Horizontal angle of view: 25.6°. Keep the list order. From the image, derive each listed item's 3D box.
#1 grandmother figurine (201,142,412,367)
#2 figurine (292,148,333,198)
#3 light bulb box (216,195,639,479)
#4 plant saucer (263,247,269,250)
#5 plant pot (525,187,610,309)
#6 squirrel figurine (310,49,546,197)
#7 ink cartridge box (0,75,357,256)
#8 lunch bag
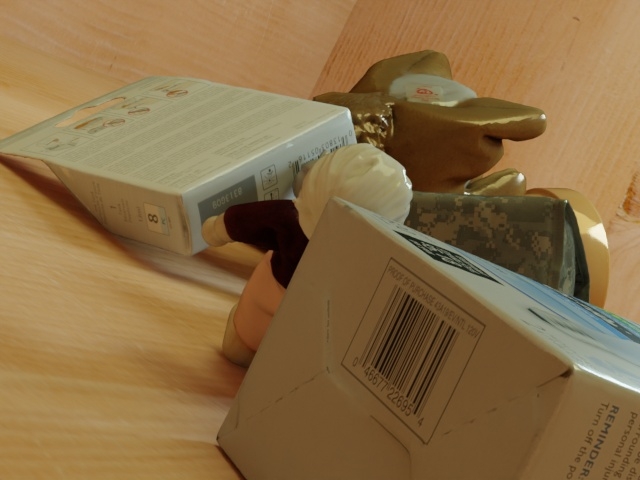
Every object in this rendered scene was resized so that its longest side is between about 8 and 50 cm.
[{"bbox_3d":[-0.006,0.023,1.252,0.208,0.104,0.342,19,-31,-8],"label":"grandmother figurine"},{"bbox_3d":[0.000,0.000,1.651,0.092,0.209,0.215,10,10,-13],"label":"figurine"},{"bbox_3d":[0.173,0.172,1.029,0.361,0.225,0.358,21,9,-30],"label":"light bulb box"},{"bbox_3d":[-0.058,-0.034,2.263,0.332,0.084,0.332,26,6,-3],"label":"plant saucer"},{"bbox_3d":[0.320,0.049,2.374,0.204,0.290,0.291,4,17,-26],"label":"plant pot"},{"bbox_3d":[0.101,-0.037,2.023,0.397,0.370,0.281,-16,34,-35],"label":"squirrel figurine"},{"bbox_3d":[-0.195,-0.109,1.815,0.385,0.091,0.308,14,32,40],"label":"ink cartridge box"},{"bbox_3d":[0.179,0.049,1.609,0.235,0.168,0.287,4,-11,18],"label":"lunch bag"}]
